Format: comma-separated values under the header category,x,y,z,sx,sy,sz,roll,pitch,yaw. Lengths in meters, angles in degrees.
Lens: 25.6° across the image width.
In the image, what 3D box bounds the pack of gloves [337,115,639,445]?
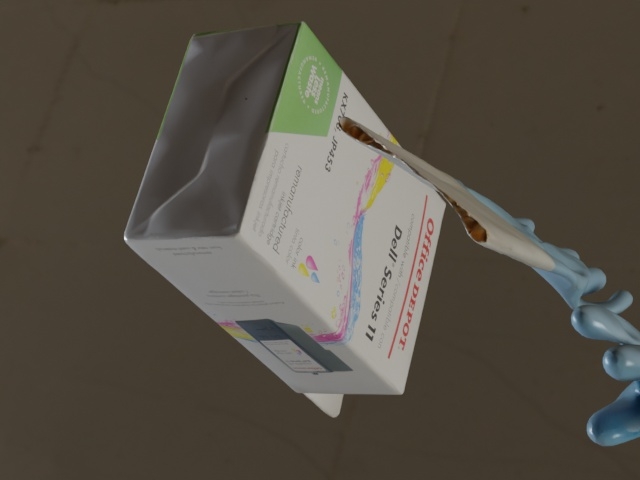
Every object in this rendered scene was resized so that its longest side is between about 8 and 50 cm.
category,x,y,z,sx,sy,sz,roll,pitch,yaw
pack of gloves,0.115,0.043,0.606,0.195,0.232,0.046,40,-81,29

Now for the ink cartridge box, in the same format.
category,x,y,z,sx,sy,sz,roll,pitch,yaw
ink cartridge box,0.000,0.000,1.219,0.119,0.353,0.207,-2,-121,31
